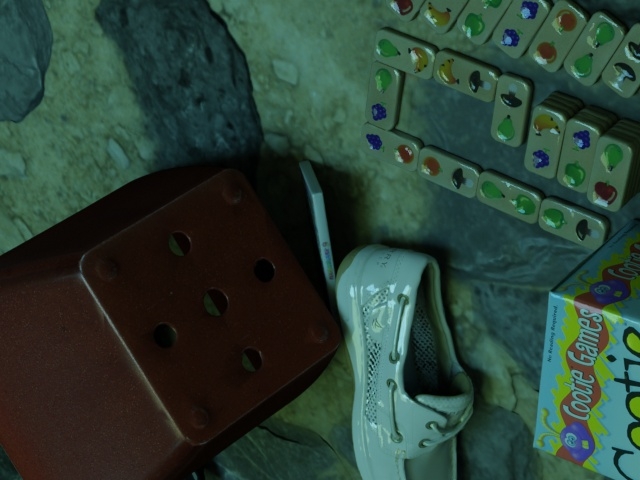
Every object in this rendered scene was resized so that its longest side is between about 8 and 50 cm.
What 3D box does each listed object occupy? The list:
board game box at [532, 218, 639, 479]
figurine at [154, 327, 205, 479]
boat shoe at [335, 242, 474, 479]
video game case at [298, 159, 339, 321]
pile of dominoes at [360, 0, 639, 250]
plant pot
[{"bbox_3d":[0.310,0.109,1.089,0.275,0.142,0.144,20,124,31],"label":"board game box"},{"bbox_3d":[-0.227,0.186,1.622,0.215,0.092,0.209,-5,114,42],"label":"figurine"},{"bbox_3d":[0.086,0.139,1.323,0.096,0.098,0.277,2,114,40],"label":"boat shoe"},{"bbox_3d":[0.000,0.000,1.337,0.011,0.087,0.122,-11,113,-5],"label":"video game case"},{"bbox_3d":[0.136,-0.106,1.186,0.251,0.040,0.196,24,127,27],"label":"pile of dominoes"},{"bbox_3d":[-0.142,0.079,1.331,0.267,0.267,0.236,58,146,-2],"label":"plant pot"}]
